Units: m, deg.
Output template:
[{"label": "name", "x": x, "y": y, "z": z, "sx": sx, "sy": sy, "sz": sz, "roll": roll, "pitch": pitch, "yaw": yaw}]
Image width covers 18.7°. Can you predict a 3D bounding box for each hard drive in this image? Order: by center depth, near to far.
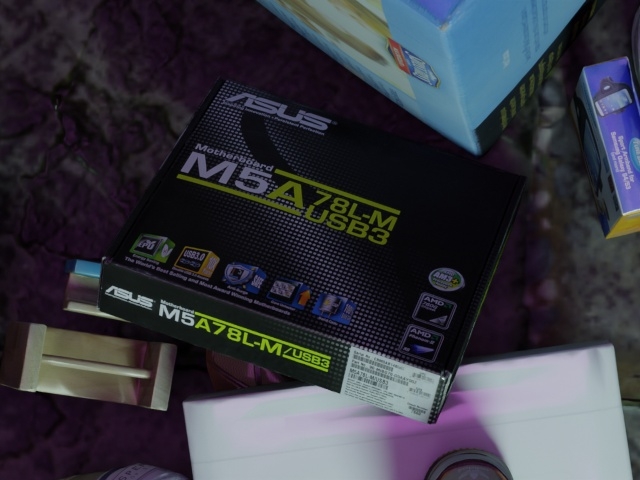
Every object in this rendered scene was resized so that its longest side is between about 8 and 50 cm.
[{"label": "hard drive", "x": 0.066, "y": 0.244, "z": 1.049, "sx": 0.233, "sy": 0.047, "sz": 0.353, "roll": -8, "pitch": 91, "yaw": 4}]

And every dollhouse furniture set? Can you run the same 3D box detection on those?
[{"label": "dollhouse furniture set", "x": -0.179, "y": 0.016, "z": 1.097, "sx": 0.183, "sy": 0.129, "sz": 0.129, "roll": 11, "pitch": 85, "yaw": -18}]

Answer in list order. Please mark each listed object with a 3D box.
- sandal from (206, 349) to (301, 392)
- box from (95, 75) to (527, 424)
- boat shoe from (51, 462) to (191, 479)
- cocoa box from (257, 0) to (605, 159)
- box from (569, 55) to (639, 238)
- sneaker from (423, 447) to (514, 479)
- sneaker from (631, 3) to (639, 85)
[{"label": "sandal", "x": 0.020, "y": 0.089, "z": 1.096, "sx": 0.180, "sy": 0.049, "sz": 0.072, "roll": 16, "pitch": 93, "yaw": -4}, {"label": "box", "x": 0.000, "y": 0.000, "z": 1.048, "sx": 0.190, "sy": 0.045, "sz": 0.184, "roll": 19, "pitch": 42, "yaw": 8}, {"label": "boat shoe", "x": -0.108, "y": 0.274, "z": 1.073, "sx": 0.094, "sy": 0.109, "sz": 0.302, "roll": -4, "pitch": 85, "yaw": 36}, {"label": "cocoa box", "x": 0.050, "y": -0.214, "z": 0.967, "sx": 0.231, "sy": 0.347, "sz": 0.228, "roll": 37, "pitch": 89, "yaw": 10}, {"label": "box", "x": 0.159, "y": -0.049, "z": 1.047, "sx": 0.028, "sy": 0.136, "sz": 0.081, "roll": -15, "pitch": 83, "yaw": 4}, {"label": "sneaker", "x": 0.077, "y": 0.201, "z": 0.980, "sx": 0.069, "sy": 0.084, "sz": 0.186, "roll": -7, "pitch": 92, "yaw": 4}, {"label": "sneaker", "x": 0.217, "y": -0.047, "z": 1.070, "sx": 0.080, "sy": 0.081, "sz": 0.211, "roll": -17, "pitch": 85, "yaw": 2}]
